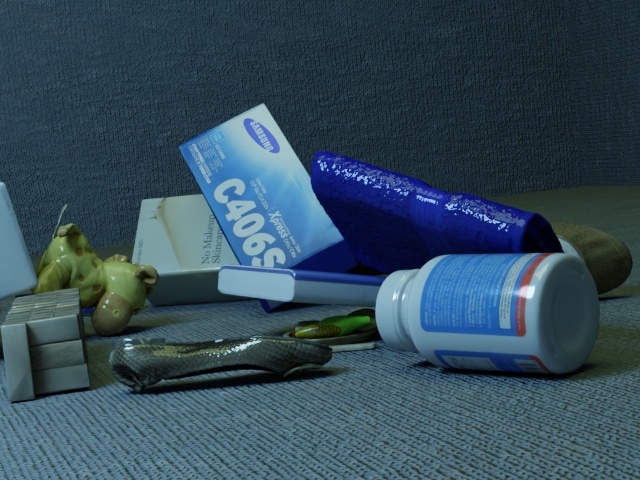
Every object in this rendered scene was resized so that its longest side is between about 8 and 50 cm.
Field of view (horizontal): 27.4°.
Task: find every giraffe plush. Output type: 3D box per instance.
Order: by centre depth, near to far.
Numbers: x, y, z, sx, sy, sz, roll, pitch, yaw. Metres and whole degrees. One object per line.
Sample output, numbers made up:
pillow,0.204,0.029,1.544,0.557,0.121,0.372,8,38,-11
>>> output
giraffe plush,-0.339,0.074,1.951,0.170,0.210,0.181,23,-6,-14

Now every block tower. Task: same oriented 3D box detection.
block tower,-0.341,0.124,1.645,0.097,0.091,0.335,-8,5,-8

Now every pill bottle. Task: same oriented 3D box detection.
pill bottle,0.170,0.075,1.383,0.221,0.124,0.124,0,7,42

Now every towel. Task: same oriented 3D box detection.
towel,0.149,-0.006,1.538,0.308,0.076,0.228,19,-24,34

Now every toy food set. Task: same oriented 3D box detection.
toy food set,0.017,0.109,1.683,0.132,0.039,0.192,-6,5,5

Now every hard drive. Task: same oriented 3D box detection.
hard drive,0.052,0.066,1.749,0.318,0.040,0.210,5,-1,-30

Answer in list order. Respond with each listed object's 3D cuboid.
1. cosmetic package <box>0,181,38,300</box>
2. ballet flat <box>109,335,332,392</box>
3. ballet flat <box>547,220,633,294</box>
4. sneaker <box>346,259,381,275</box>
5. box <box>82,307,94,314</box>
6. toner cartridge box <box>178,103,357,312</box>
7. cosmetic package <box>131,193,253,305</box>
cosmetic package,-0.643,0.053,1.781,0.453,0.162,0.230,-21,18,-22
ballet flat,-0.111,0.139,1.459,0.249,0.058,0.084,0,-17,-1
ballet flat,0.248,0.022,1.791,0.342,0.116,0.124,12,13,16
sneaker,0.000,0.000,2.390,0.384,0.145,0.147,-5,3,-19
box,-0.388,0.097,2.237,0.168,0.054,0.059,-2,6,44
toner cartridge box,-0.089,-0.059,2.101,0.165,0.075,0.348,-27,50,-6
cosmetic package,-0.149,0.009,2.199,0.309,0.160,0.113,-5,-32,14
